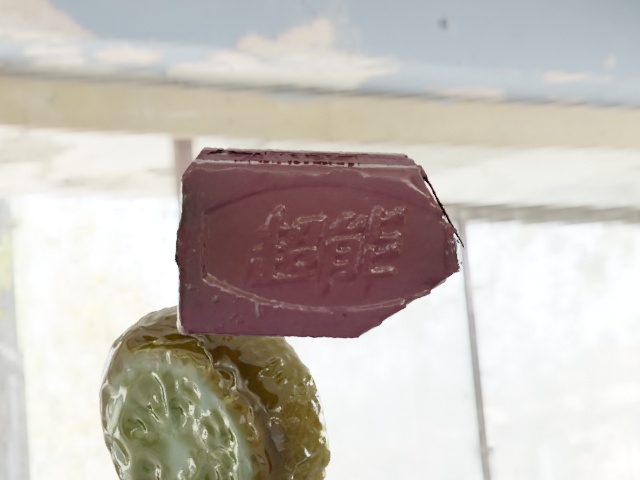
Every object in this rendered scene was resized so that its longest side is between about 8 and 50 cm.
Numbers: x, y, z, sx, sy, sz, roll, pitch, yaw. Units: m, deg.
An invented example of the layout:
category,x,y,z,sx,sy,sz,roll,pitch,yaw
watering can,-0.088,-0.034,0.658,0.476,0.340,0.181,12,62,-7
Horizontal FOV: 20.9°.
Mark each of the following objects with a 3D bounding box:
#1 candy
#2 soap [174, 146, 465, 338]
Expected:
category,x,y,z,sx,sy,sz,roll,pitch,yaw
candy,-0.110,0.183,1.711,0.260,0.260,0.118,-13,5,40
soap,0.000,0.000,1.518,0.250,0.162,0.099,0,5,-1
